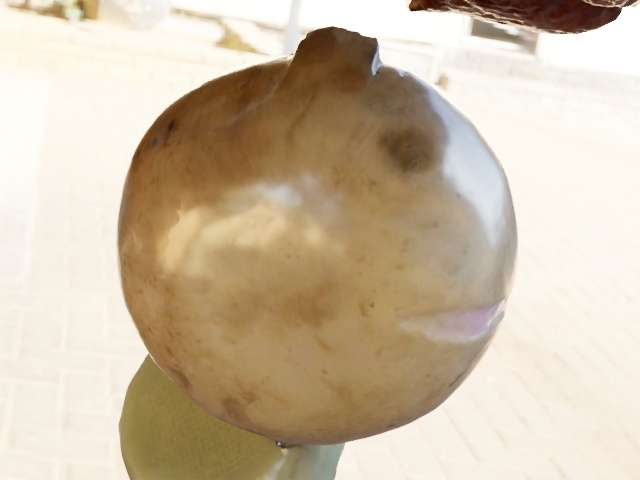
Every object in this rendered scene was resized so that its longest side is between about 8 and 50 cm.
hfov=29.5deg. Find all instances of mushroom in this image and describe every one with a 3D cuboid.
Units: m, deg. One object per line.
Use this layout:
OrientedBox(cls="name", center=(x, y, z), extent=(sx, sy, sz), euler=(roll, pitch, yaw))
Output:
OrientedBox(cls="mushroom", center=(0.000, 0.000, 0.727), extent=(0.255, 0.255, 0.184), euler=(14, 12, 18))

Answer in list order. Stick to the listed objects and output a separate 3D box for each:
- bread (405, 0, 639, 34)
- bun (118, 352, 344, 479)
OrientedBox(cls="bread", center=(0.123, -0.227, 0.622), extent=(0.135, 0.247, 0.232), euler=(18, 1, -12))
OrientedBox(cls="bun", center=(-0.079, 0.212, 1.390), extent=(0.293, 0.293, 0.187), euler=(21, -15, 41))
